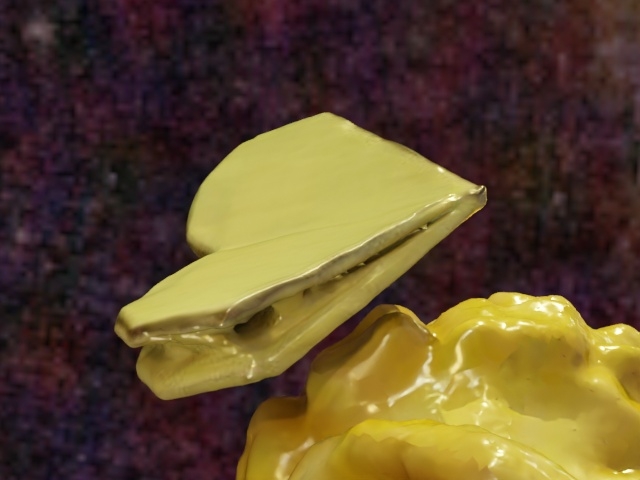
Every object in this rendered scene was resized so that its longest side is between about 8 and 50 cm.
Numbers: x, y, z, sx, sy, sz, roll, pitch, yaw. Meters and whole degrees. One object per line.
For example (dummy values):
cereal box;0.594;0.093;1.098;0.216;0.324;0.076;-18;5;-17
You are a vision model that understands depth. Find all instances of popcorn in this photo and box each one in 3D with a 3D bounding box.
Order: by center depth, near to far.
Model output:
popcorn;0.108;0.197;0.928;0.381;0.349;0.349;-145;-124;-81

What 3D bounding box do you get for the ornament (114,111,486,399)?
ornament;0.000;0.000;0.951;0.059;0.180;0.201;66;26;-23
